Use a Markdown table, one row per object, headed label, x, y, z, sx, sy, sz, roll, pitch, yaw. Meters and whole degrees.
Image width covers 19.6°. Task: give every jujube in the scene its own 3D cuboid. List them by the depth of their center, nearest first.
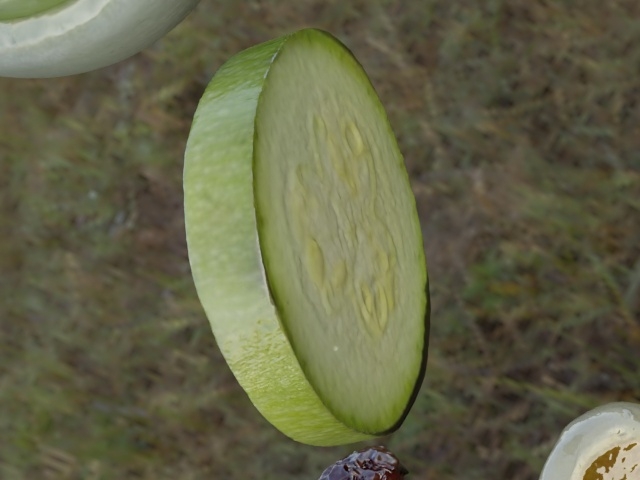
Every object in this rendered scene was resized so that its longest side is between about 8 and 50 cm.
| label | x | y | z | sx | sy | sz | roll | pitch | yaw |
| --- | --- | --- | --- | --- | --- | --- | --- | --- | --- |
| jujube | 0.019 | 0.269 | 1.749 | 0.166 | 0.104 | 0.104 | -50 | 22 | -18 |

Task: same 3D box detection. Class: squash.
| label | x | y | z | sx | sy | sz | roll | pitch | yaw |
| --- | --- | --- | --- | --- | --- | --- | --- | --- | --- |
| squash | 0.000 | 0.000 | 1.127 | 0.049 | 0.252 | 0.252 | -12 | 50 | 24 |

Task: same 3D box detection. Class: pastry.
| label | x | y | z | sx | sy | sz | roll | pitch | yaw |
| --- | --- | --- | --- | --- | --- | --- | --- | --- | --- |
| pastry | 0.252 | 0.209 | 1.520 | 0.092 | 0.156 | 0.156 | 96 | -164 | -80 |

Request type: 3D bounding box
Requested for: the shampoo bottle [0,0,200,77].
| label | x | y | z | sx | sy | sz | roll | pitch | yaw |
| --- | --- | --- | --- | --- | --- | --- | --- | --- | --- |
| shampoo bottle | -0.216 | -0.279 | 1.381 | 0.322 | 0.322 | 0.317 | -63 | -11 | 1 |
